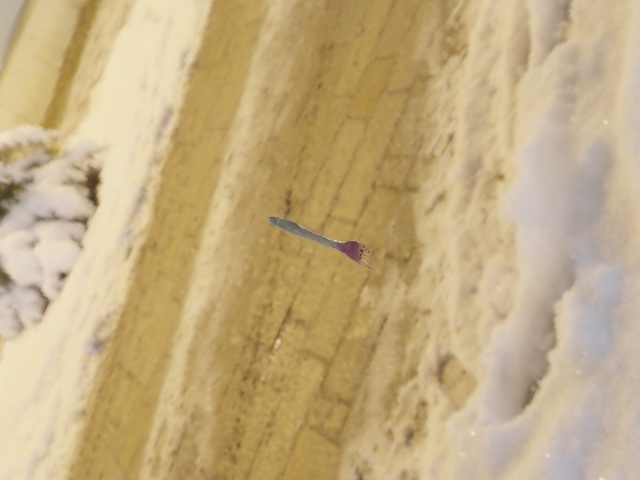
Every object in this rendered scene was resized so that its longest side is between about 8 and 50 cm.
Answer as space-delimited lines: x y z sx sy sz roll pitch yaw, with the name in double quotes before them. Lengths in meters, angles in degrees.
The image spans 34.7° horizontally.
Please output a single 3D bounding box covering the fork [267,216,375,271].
"fork" 0.001 0.000 0.745 0.115 0.012 0.016 22 107 43
